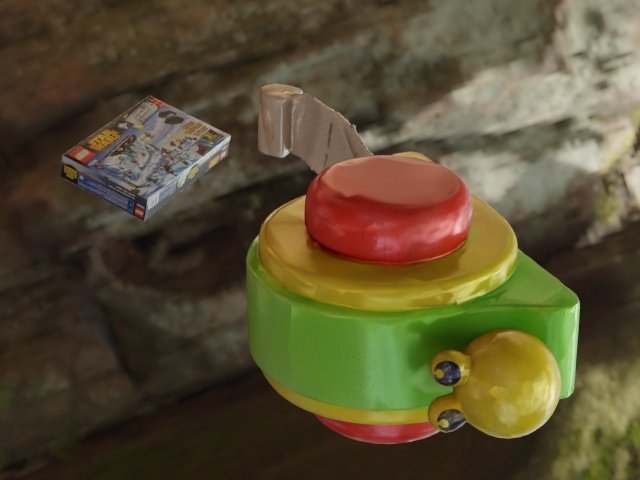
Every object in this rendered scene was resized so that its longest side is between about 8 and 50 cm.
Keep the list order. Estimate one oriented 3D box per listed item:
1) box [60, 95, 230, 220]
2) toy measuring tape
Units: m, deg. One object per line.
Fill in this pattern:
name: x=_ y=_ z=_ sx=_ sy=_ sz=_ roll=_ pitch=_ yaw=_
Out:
box: x=-0.157 y=-0.077 z=1.429 sx=0.094 sy=0.027 sz=0.137 roll=28 pitch=-141 yaw=17
toy measuring tape: x=0.000 y=0.000 z=0.712 sx=0.121 sy=0.121 sz=0.330 roll=-23 pitch=-149 yaw=-14
